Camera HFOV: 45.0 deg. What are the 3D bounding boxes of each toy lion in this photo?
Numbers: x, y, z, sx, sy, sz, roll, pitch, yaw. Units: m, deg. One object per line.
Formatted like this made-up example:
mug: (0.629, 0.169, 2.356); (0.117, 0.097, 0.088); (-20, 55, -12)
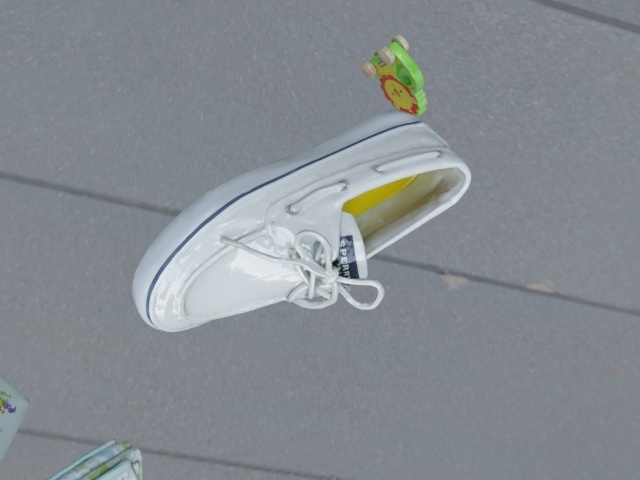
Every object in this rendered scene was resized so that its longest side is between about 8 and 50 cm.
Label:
toy lion: (0.098, -0.195, 0.948); (0.034, 0.100, 0.096); (-43, 99, -13)

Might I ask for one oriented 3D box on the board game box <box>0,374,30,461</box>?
board game box: (-0.473, 0.115, 0.756); (0.223, 0.098, 0.303); (-6, 135, 23)

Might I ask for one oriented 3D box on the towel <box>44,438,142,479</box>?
towel: (-0.494, 0.556, 1.433); (0.374, 0.090, 0.321); (-30, 148, -32)

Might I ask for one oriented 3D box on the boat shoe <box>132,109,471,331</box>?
boat shoe: (0.002, 0.006, 0.766); (0.367, 0.156, 0.136); (-28, 137, -21)
